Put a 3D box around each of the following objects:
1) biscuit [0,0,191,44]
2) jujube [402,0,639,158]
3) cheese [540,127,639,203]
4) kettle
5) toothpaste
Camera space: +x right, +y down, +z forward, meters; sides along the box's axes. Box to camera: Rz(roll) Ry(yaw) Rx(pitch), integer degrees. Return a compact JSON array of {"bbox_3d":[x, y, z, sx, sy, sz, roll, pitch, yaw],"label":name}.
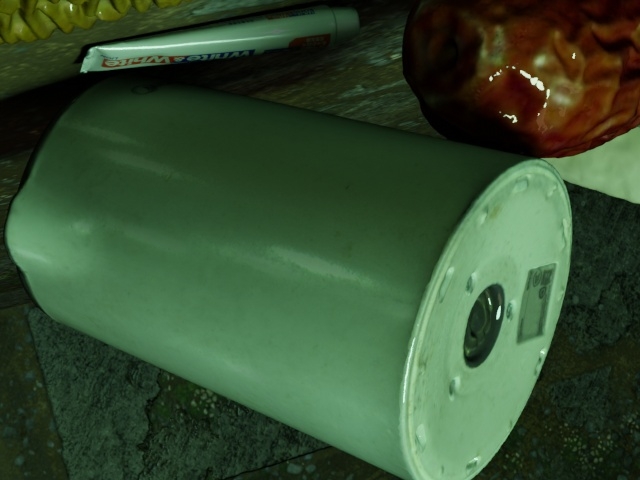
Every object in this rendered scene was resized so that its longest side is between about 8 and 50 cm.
[{"bbox_3d":[-0.112,-0.163,0.808,0.318,0.040,0.318,-16,175,-1],"label":"biscuit"},{"bbox_3d":[0.173,-0.148,1.203,0.174,0.174,0.250,-20,170,40],"label":"jujube"},{"bbox_3d":[0.337,-0.125,1.590,0.326,0.115,0.318,7,-160,-13],"label":"cheese"},{"bbox_3d":[0.000,0.000,1.225,0.377,0.250,0.361,18,-156,28],"label":"kettle"},{"bbox_3d":[-0.075,-0.153,1.171,0.218,0.033,0.052,-10,170,-17],"label":"toothpaste"}]
